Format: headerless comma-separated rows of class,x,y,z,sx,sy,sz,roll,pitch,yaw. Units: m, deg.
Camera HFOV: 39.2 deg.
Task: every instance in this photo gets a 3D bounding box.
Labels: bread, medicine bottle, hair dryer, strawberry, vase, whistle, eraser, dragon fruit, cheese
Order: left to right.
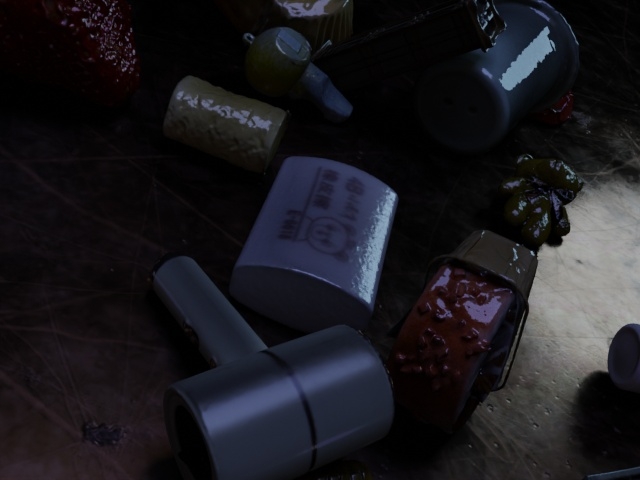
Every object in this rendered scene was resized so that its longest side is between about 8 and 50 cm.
strawberry,-0.372,-0.337,1.303,0.258,0.261,0.261,13,36,-2
hair dryer,-0.102,0.111,0.960,0.203,0.128,0.362,-18,39,-27
cheese,-0.138,-0.174,1.325,0.167,0.093,0.123,22,37,0
bread,-0.082,-0.481,1.709,0.236,0.183,0.388,-17,55,-21
whistle,-0.045,-0.271,1.514,0.223,0.123,0.123,38,33,-13
eraser,0.000,0.000,1.176,0.174,0.094,0.270,19,35,0
bread,0.016,0.246,0.914,0.088,0.033,0.049,4,45,-24
bread,0.153,0.107,1.020,0.142,0.224,0.212,29,55,20
vase,0.305,-0.281,1.606,0.245,0.245,0.291,31,44,12
dragon fruit,0.433,-0.301,1.783,0.162,0.106,0.083,35,39,13
medicine bottle,0.523,0.181,1.217,0.260,0.095,0.095,14,36,-14

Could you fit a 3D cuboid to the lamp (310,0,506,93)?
lamp,0.138,-0.326,1.496,0.090,0.325,0.089,62,39,-22

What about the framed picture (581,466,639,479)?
framed picture,0.467,0.343,1.041,0.289,0.016,0.213,-1,42,-29

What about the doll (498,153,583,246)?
doll,0.362,-0.074,1.464,0.137,0.097,0.209,31,41,2
